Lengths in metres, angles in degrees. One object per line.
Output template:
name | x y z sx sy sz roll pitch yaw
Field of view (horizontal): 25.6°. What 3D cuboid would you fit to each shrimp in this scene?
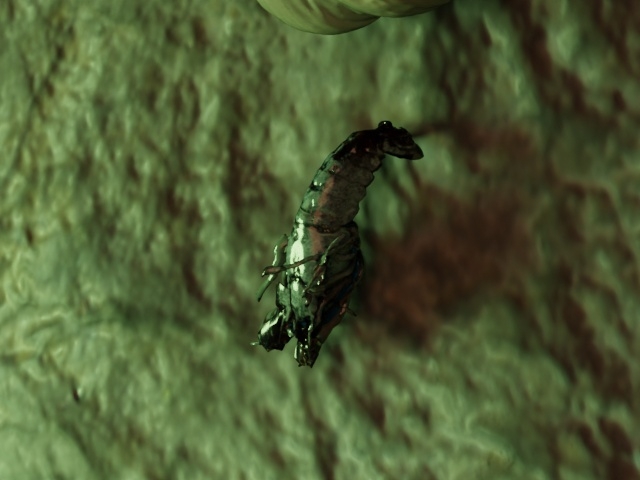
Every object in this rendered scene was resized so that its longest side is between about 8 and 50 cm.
shrimp | -0.003 -0.002 0.905 0.082 0.076 0.174 33 101 47

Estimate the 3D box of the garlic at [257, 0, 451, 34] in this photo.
garlic | -0.007 -0.205 0.874 0.229 0.178 0.143 51 130 31
